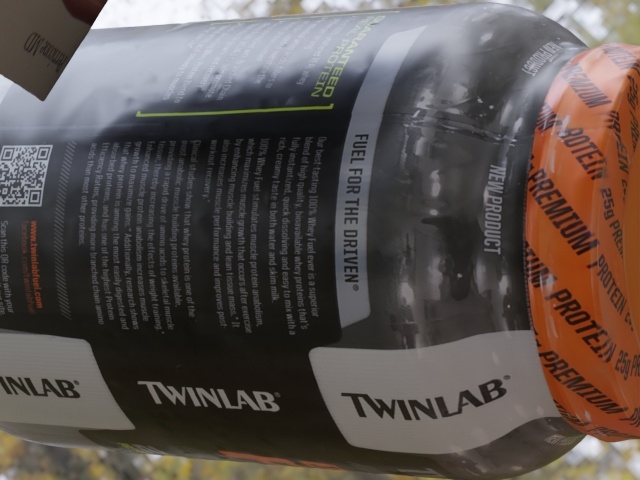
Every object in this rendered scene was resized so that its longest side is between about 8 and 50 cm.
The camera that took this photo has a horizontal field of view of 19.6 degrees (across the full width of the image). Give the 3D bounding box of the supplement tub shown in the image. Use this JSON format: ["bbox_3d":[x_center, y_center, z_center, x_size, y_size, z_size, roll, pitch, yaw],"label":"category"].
[{"bbox_3d":[0.000,0.000,0.837,0.207,0.338,0.207,-2,-88,-58],"label":"supplement tub"}]

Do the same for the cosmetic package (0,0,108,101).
[{"bbox_3d":[-0.097,-0.218,0.730,0.296,0.129,0.153,-57,-6,1],"label":"cosmetic package"}]
